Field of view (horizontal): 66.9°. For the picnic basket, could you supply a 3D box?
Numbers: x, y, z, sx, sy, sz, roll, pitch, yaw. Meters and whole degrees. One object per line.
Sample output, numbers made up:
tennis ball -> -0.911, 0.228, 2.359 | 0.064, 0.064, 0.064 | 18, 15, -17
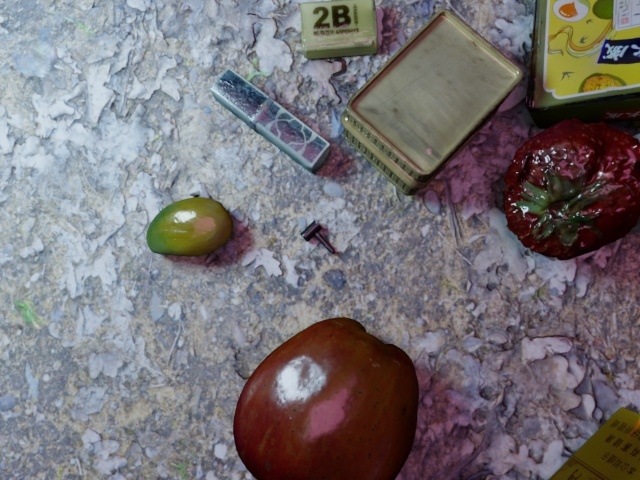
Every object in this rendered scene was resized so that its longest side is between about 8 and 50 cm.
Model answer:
picnic basket -> 0.214, -0.270, 1.009 | 0.228, 0.175, 0.313 | 44, 83, 7

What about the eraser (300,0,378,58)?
eraser -> 0.042, -0.480, 1.095 | 0.171, 0.058, 0.117 | -3, 84, 2

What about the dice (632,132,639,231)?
dice -> 0.707, -0.123, 0.957 | 0.193, 0.194, 0.192 | -8, 84, 3

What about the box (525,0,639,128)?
box -> 0.623, -0.446, 0.942 | 0.372, 0.138, 0.421 | 3, 82, 35

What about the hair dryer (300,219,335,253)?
hair dryer -> 0.000, 0.000, 1.060 | 0.047, 0.026, 0.083 | -44, 91, -1

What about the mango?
mango -> -0.284, -0.024, 1.044 | 0.194, 0.092, 0.130 | -23, 85, 9

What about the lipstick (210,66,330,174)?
lipstick -> -0.105, -0.260, 1.067 | 0.289, 0.076, 0.078 | 38, 84, 4

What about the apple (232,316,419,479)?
apple -> 0.022, 0.343, 0.971 | 0.328, 0.295, 0.365 | 35, 86, -32

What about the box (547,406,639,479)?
box -> 0.501, 0.503, 0.856 | 0.415, 0.264, 0.116 | -42, 85, -2

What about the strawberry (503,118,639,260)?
strawberry -> 0.499, -0.109, 0.955 | 0.273, 0.220, 0.275 | 11, 117, 22

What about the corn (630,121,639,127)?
corn -> 0.702, -0.398, 1.033 | 0.115, 0.115, 0.318 | -1, 83, 2
